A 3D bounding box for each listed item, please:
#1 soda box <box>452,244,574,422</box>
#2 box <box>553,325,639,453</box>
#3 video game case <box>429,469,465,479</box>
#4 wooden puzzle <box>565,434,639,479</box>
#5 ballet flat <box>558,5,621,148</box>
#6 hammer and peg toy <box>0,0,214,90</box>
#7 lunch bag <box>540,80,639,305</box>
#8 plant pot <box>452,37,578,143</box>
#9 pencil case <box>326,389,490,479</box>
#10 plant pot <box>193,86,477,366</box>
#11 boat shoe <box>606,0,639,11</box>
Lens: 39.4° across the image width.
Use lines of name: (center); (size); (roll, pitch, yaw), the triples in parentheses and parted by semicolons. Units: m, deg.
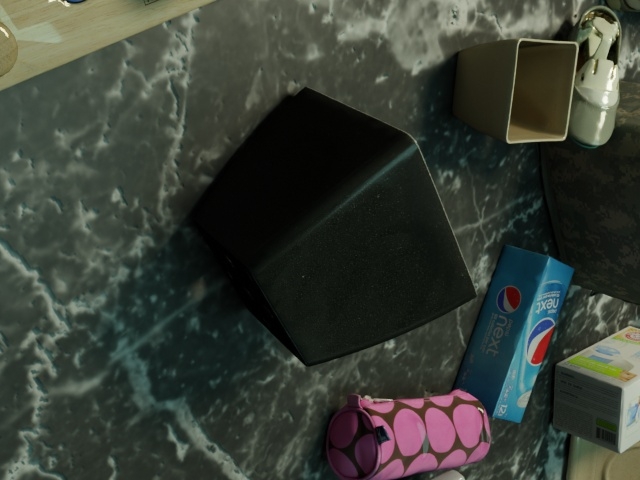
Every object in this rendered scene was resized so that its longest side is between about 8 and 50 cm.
soda box: (0.243, 0.118, 1.128); (0.067, 0.071, 0.210); (20, 89, -43)
box: (0.446, 0.213, 1.310); (0.203, 0.114, 0.103); (-16, 112, -38)
video game case: (0.086, 0.476, 1.030); (0.300, 0.036, 0.328); (-24, 103, -22)
wooden puzzle: (0.548, 0.424, 1.404); (0.348, 0.080, 0.321); (2, 106, 2)
ballet flat: (0.319, -0.201, 1.047); (0.068, 0.072, 0.213); (109, -3, -50)
hammer and peg toy: (-0.151, -0.266, 0.620); (0.361, 0.127, 0.265); (-32, 122, -31)
lunch bag: (0.421, -0.039, 1.127); (0.169, 0.235, 0.286); (-27, 120, -31)
plant pot: (0.209, -0.170, 0.993); (0.109, 0.096, 0.108); (-7, 108, -39)
pencil case: (0.107, 0.221, 1.032); (0.209, 0.095, 0.098); (5, 75, -45)
plant pot: (0.000, 0.000, 0.813); (0.167, 0.187, 0.188); (-37, 126, -12)
boat shoe: (0.509, -0.356, 1.200); (0.302, 0.103, 0.113); (-24, 118, -35)
